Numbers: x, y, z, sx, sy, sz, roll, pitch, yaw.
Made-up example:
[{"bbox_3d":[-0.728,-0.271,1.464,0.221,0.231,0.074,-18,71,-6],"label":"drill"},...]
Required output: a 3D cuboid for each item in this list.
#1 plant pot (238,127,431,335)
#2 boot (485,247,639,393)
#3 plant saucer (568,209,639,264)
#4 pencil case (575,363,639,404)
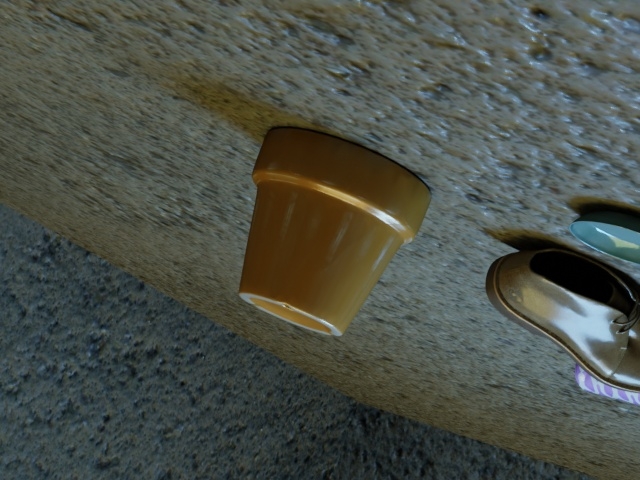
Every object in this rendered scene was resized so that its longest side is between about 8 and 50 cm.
[{"bbox_3d":[0.000,0.000,1.550,0.205,0.188,0.205,20,169,4],"label":"plant pot"},{"bbox_3d":[0.350,0.098,1.612,0.305,0.112,0.115,26,158,-13],"label":"boot"},{"bbox_3d":[0.313,-0.004,1.379,0.119,0.021,0.119,21,168,4],"label":"plant saucer"},{"bbox_3d":[0.451,0.185,1.858,0.206,0.088,0.086,14,164,35],"label":"pencil case"}]
